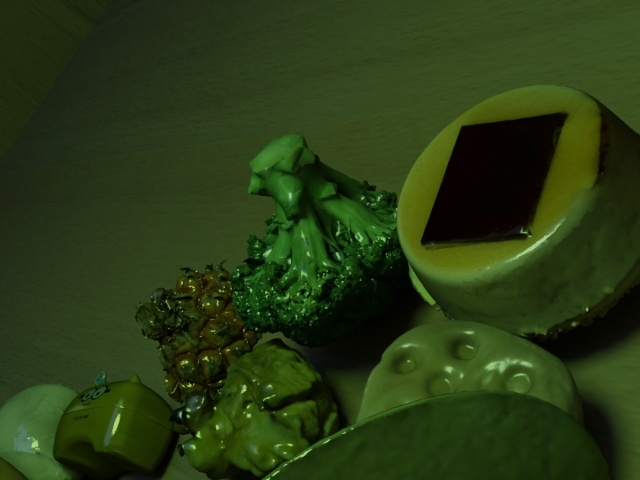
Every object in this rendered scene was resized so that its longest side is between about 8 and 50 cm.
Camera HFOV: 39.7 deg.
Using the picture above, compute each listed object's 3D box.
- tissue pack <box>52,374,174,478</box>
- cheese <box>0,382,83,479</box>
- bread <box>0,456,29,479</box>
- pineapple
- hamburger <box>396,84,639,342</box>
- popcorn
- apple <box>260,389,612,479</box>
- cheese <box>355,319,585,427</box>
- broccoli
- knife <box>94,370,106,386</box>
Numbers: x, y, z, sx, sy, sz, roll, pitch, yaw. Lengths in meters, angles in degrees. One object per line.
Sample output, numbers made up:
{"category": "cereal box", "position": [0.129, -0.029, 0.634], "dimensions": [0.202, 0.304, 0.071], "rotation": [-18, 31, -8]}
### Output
{"category": "tissue pack", "position": [-0.303, 0.277, 1.314], "dimensions": [0.178, 0.123, 0.127], "rotation": [-17, 44, 41]}
{"category": "cheese", "position": [-0.453, 0.325, 1.421], "dimensions": [0.198, 0.154, 0.189], "rotation": [-24, 35, 34]}
{"category": "bread", "position": [-0.574, 0.463, 1.284], "dimensions": [0.376, 0.348, 0.253], "rotation": [-34, 12, 27]}
{"category": "pineapple", "position": [-0.176, 0.107, 1.312], "dimensions": [0.140, 0.164, 0.249], "rotation": [-19, 39, 27]}
{"category": "hamburger", "position": [0.226, -0.027, 0.953], "dimensions": [0.302, 0.170, 0.302], "rotation": [-27, 41, 26]}
{"category": "popcorn", "position": [-0.074, 0.227, 1.084], "dimensions": [0.195, 0.173, 0.168], "rotation": [-39, 55, -1]}
{"category": "apple", "position": [0.089, 0.302, 0.625], "dimensions": [0.360, 0.320, 0.312], "rotation": [-41, 46, -7]}
{"category": "cheese", "position": [0.135, 0.180, 0.846], "dimensions": [0.218, 0.117, 0.235], "rotation": [-24, 34, -6]}
{"category": "broccoli", "position": [0.000, 0.000, 1.104], "dimensions": [0.270, 0.270, 0.270], "rotation": [-19, 27, 10]}
{"category": "knife", "position": [-0.377, 0.257, 1.529], "dimensions": [0.027, 0.010, 0.096], "rotation": [-47, 33, 5]}
